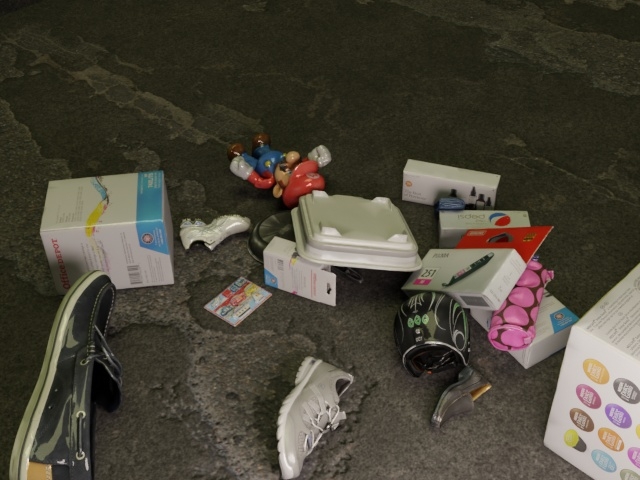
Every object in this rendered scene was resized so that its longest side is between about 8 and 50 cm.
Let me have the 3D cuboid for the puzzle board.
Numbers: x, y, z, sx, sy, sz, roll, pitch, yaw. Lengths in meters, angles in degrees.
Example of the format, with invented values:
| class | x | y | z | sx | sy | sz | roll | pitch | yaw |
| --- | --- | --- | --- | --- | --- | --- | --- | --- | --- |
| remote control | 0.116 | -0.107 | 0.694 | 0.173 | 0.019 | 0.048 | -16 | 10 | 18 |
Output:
| class | x | y | z | sx | sy | sz | roll | pitch | yaw |
| --- | --- | --- | --- | --- | --- | --- | --- | --- | --- |
| puzzle board | -0.187 | 0.135 | 1.909 | 0.096 | 0.011 | 0.128 | 26 | 48 | 29 |

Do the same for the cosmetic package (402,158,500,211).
| class | x | y | z | sx | sy | sz | roll | pitch | yaw |
| --- | --- | --- | --- | --- | --- | --- | --- | --- | --- |
| cosmetic package | 0.330 | -0.133 | 2.143 | 0.238 | 0.099 | 0.060 | 11 | 42 | 15 |

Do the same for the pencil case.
| class | x | y | z | sx | sy | sz | roll | pitch | yaw |
| --- | --- | --- | --- | --- | --- | --- | --- | --- | --- |
| pencil case | 0.409 | 0.130 | 1.716 | 0.098 | 0.095 | 0.209 | 12 | 48 | 18 |

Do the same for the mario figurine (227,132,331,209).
| class | x | y | z | sx | sy | sz | roll | pitch | yaw |
| --- | --- | --- | --- | --- | --- | --- | --- | --- | --- |
| mario figurine | -0.105 | -0.208 | 2.181 | 0.320 | 0.170 | 0.198 | 32 | 85 | 43 |

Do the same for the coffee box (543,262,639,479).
| class | x | y | z | sx | sy | sz | roll | pitch | yaw |
| --- | --- | --- | --- | --- | --- | --- | --- | --- | --- |
| coffee box | 0.646 | 0.258 | 1.492 | 0.338 | 0.338 | 0.334 | -34 | 50 | -32 |

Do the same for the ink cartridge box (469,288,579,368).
| class | x | y | z | sx | sy | sz | roll | pitch | yaw |
| --- | --- | --- | --- | --- | --- | --- | --- | --- | --- |
| ink cartridge box | 0.434 | 0.162 | 1.806 | 0.139 | 0.082 | 0.191 | -23 | 44 | -21 |

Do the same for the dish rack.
| class | x | y | z | sx | sy | sz | roll | pitch | yaw |
| --- | --- | --- | --- | --- | --- | --- | --- | --- | --- |
| dish rack | 0.081 | -0.035 | 1.963 | 0.285 | 0.073 | 0.333 | 5 | 22 | -8 |

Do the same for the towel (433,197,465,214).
| class | x | y | z | sx | sy | sz | roll | pitch | yaw |
| --- | --- | --- | --- | --- | --- | --- | --- | --- | --- |
| towel | 0.318 | -0.085 | 2.082 | 0.067 | 0.119 | 0.029 | 2 | 82 | 0 |

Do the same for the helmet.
| class | x | y | z | sx | sy | sz | roll | pitch | yaw |
| --- | --- | --- | --- | --- | --- | --- | --- | --- | --- |
| helmet | 0.228 | 0.185 | 1.723 | 0.169 | 0.169 | 0.162 | 1 | 46 | 3 |

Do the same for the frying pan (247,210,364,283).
| class | x | y | z | sx | sy | sz | roll | pitch | yaw |
| --- | --- | --- | --- | --- | --- | --- | --- | --- | --- |
| frying pan | -0.056 | 0.024 | 2.008 | 0.197 | 0.053 | 0.326 | -21 | 41 | -16 |

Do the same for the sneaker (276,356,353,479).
| class | x | y | z | sx | sy | sz | roll | pitch | yaw |
| --- | --- | --- | --- | --- | --- | --- | --- | --- | --- |
| sneaker | -0.011 | 0.332 | 1.601 | 0.115 | 0.105 | 0.281 | 9 | 41 | 12 |

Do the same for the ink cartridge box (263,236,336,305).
| class | x | y | z | sx | sy | sz | roll | pitch | yaw |
| --- | --- | --- | --- | --- | --- | --- | --- | --- | --- |
| ink cartridge box | -0.036 | 0.070 | 1.909 | 0.181 | 0.104 | 0.062 | 18 | 43 | 19 |

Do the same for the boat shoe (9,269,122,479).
| class | x | y | z | sx | sy | sz | roll | pitch | yaw |
| --- | --- | --- | --- | --- | --- | --- | --- | --- | --- |
| boat shoe | -0.457 | 0.270 | 1.637 | 0.155 | 0.187 | 0.500 | 5 | 46 | -1 |

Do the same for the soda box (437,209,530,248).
| class | x | y | z | sx | sy | sz | roll | pitch | yaw |
| --- | --- | --- | --- | --- | --- | --- | --- | --- | --- |
| soda box | 0.395 | -0.025 | 2.038 | 0.216 | 0.069 | 0.074 | 0 | 41 | 3 |

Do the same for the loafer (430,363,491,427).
| class | x | y | z | sx | sy | sz | roll | pitch | yaw |
| --- | --- | --- | --- | --- | --- | --- | --- | --- | --- |
| loafer | 0.276 | 0.312 | 1.654 | 0.061 | 0.062 | 0.170 | 29 | 50 | 25 |

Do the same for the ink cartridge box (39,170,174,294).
| class | x | y | z | sx | sy | sz | roll | pitch | yaw |
| --- | --- | --- | --- | --- | --- | --- | --- | --- | --- |
| ink cartridge box | -0.487 | -0.019 | 1.954 | 0.269 | 0.198 | 0.197 | -5 | 41 | -6 |

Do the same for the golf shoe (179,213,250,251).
| class | x | y | z | sx | sy | sz | roll | pitch | yaw |
| --- | --- | --- | --- | --- | --- | --- | --- | --- | --- |
| golf shoe | -0.255 | -0.012 | 2.059 | 0.176 | 0.069 | 0.086 | -8 | 61 | -4 |

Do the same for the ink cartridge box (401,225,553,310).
| class | x | y | z | sx | sy | sz | roll | pitch | yaw |
| --- | --- | --- | --- | --- | --- | --- | --- | --- | --- |
| ink cartridge box | 0.334 | 0.040 | 1.815 | 0.239 | 0.060 | 0.275 | -52 | 24 | -21 |
